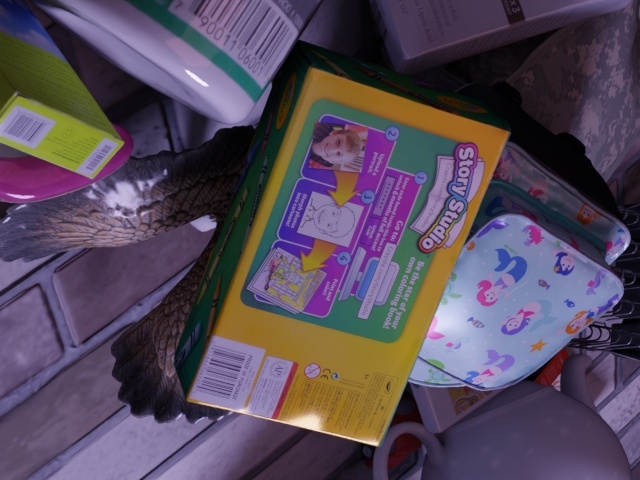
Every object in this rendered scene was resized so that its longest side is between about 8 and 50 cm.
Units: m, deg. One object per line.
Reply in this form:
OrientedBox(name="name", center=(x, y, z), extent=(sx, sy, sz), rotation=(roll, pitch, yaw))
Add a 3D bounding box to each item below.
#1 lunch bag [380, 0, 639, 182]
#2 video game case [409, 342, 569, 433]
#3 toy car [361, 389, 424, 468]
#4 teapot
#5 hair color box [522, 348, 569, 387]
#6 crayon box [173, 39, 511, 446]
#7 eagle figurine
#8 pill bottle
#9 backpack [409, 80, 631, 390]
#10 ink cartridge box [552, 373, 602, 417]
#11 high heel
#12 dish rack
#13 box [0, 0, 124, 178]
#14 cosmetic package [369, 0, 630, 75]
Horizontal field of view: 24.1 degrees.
OrientedBox(name="lunch bag", center=(0.218, -0.156, 1.503), extent=(0.287, 0.169, 0.235), rotation=(-39, 137, -25))
OrientedBox(name="video game case", center=(0.164, 0.065, 1.611), extent=(0.227, 0.026, 0.206), rotation=(-28, 105, -37))
OrientedBox(name="toy car", center=(0.089, 0.141, 1.651), extent=(0.225, 0.053, 0.239), rotation=(31, 89, -54))
OrientedBox(name="teapot", center=(0.205, 0.239, 1.668), extent=(0.252, 0.187, 0.256), rotation=(-26, 172, 10))
OrientedBox(name="hair color box", center=(0.231, 0.173, 1.823), extent=(0.141, 0.072, 0.043), rotation=(-50, 143, -14))
OrientedBox(name="crayon box", center=(0.012, 0.006, 1.147), extent=(0.165, 0.081, 0.278), rotation=(16, 106, -19))
OrientedBox(name="eagle figurine", center=(-0.086, -0.015, 1.236), extent=(0.298, 0.226, 0.225), rotation=(-47, 162, -25))
OrientedBox(name="pill bottle", center=(-0.046, -0.283, 1.080), extent=(0.361, 0.204, 0.204), rotation=(-57, 143, -5))
OrientedBox(name="backpack", center=(0.127, 0.019, 1.334), extent=(0.225, 0.191, 0.253), rotation=(31, 121, -35))
OrientedBox(name="ink cartridge box", center=(0.277, 0.249, 1.965), extent=(0.181, 0.056, 0.224), rotation=(-46, 123, -17))
OrientedBox(name="high heel", center=(-0.244, -0.093, 1.053), extent=(0.244, 0.082, 0.117), rotation=(-2, 128, -21))
OrientedBox(name="dish rack", center=(0.328, 0.038, 1.791), extent=(0.271, 0.074, 0.208), rotation=(12, 80, -50))
OrientedBox(name="box", center=(-0.217, -0.125, 1.025), extent=(0.042, 0.178, 0.109), rotation=(-47, 146, 14))
OrientedBox(name="cosmetic package", center=(0.160, -0.237, 1.337), extent=(0.231, 0.117, 0.085), rotation=(-19, 175, -5))
